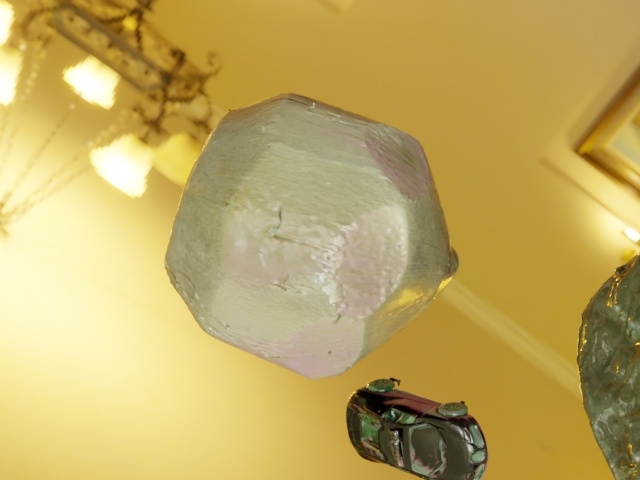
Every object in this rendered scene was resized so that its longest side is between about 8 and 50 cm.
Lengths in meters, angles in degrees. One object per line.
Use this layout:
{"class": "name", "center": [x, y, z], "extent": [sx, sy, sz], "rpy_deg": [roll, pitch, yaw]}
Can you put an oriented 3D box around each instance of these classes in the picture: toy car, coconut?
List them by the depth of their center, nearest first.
{"class": "toy car", "center": [0.075, 0.163, 1.091], "extent": [0.055, 0.069, 0.142], "rpy_deg": [-18, -160, -40]}
{"class": "coconut", "center": [0.000, 0.000, 1.107], "extent": [0.230, 0.227, 0.227], "rpy_deg": [23, -167, 3]}

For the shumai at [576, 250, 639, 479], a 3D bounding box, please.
{"class": "shumai", "center": [0.300, 0.113, 0.839], "extent": [0.218, 0.189, 0.256], "rpy_deg": [25, -144, -45]}
